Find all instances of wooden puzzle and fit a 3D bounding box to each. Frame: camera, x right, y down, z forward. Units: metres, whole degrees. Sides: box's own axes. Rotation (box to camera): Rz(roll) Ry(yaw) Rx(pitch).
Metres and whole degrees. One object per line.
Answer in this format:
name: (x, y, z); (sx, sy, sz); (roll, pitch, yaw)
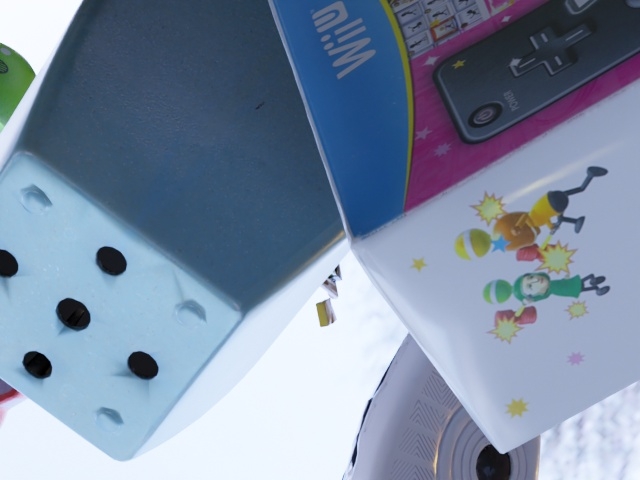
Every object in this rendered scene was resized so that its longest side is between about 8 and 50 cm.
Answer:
wooden puzzle: (0.000, 0.000, 1.252); (0.014, 0.078, 0.116); (-12, -99, 7)

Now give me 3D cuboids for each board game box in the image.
board game box: (0.140, -0.098, 0.622); (0.097, 0.303, 0.224); (53, -170, -32)

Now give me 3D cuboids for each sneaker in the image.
sneaker: (0.008, 0.125, 0.740); (0.079, 0.121, 0.217); (18, -101, -34)

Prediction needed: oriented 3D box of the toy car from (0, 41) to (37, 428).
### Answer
toy car: (-0.169, -0.019, 1.097); (0.053, 0.225, 0.239); (9, -127, -2)

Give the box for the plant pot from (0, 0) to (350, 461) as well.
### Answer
plant pot: (-0.058, -0.030, 0.833); (0.165, 0.166, 0.234); (37, -142, -3)
